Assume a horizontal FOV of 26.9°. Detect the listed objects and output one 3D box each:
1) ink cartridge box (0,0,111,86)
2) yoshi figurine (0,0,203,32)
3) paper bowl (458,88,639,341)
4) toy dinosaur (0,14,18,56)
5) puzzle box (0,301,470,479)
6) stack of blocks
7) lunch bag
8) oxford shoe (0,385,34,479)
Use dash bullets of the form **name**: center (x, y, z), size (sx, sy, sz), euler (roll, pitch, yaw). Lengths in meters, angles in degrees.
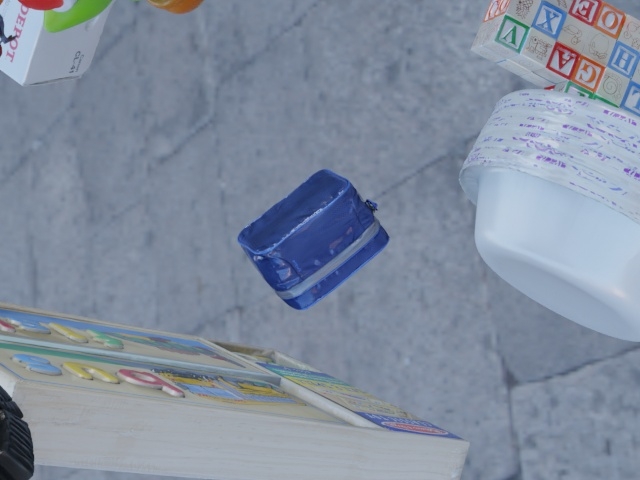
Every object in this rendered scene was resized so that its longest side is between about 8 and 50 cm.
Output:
- **ink cartridge box**: center (-0.414, -0.371, 1.712), size (0.306, 0.131, 0.226), euler (36, 119, 20)
- **yoshi figurine**: center (-0.237, -0.312, 1.208), size (0.204, 0.362, 0.203), euler (-12, 89, 35)
- **paper bowl**: center (0.261, -0.010, 1.264), size (0.284, 0.284, 0.148), euler (18, 75, 56)
- **toy dinosaur**: center (-0.313, -0.222, 1.259), size (0.090, 0.047, 0.082), euler (41, 151, 56)
- **puzzle box**: center (-0.118, 0.116, 1.026), size (0.272, 0.409, 0.052), euler (20, 95, 49)
- **stack of blocks**: center (0.371, -0.252, 1.922), size (0.171, 0.297, 0.087), euler (-67, 15, -8)
- **lunch bag**: center (0.000, 0.000, 0.953), size (0.065, 0.098, 0.067), euler (56, 172, -24)
- **oxford shoe**: center (-0.192, 0.151, 0.633), size (0.096, 0.083, 0.227), euler (-39, 19, 8)
